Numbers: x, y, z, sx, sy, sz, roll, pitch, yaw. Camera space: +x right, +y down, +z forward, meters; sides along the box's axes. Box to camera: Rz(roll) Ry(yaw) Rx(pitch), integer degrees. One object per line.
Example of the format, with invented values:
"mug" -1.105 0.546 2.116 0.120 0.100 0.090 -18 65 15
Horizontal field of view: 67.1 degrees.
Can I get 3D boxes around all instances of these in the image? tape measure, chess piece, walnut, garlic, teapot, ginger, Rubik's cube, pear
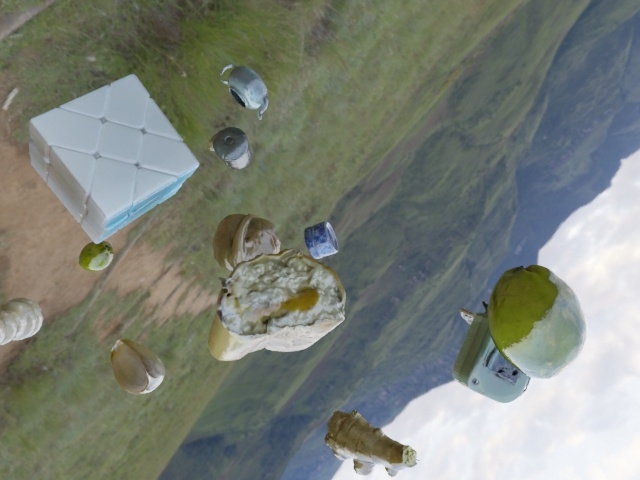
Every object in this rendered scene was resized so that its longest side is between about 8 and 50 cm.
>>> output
"tape measure" 0.490 0.313 1.308 0.236 0.207 0.115 -65 -168 -6
"chess piece" -1.007 0.271 1.529 0.143 0.142 0.261 -53 -172 -2
"walnut" -0.319 0.018 2.079 0.285 0.295 0.286 10 90 -78
"garlic" -0.604 0.427 1.605 0.145 0.244 0.164 -40 136 -30
"teapot" -0.321 -0.657 2.094 0.129 0.294 0.193 -46 170 -11
"ginger" 0.171 0.781 1.770 0.165 0.375 0.237 16 95 -40
"Rubik's cube" -0.601 -0.226 1.402 0.322 0.319 0.315 -41 -170 -32
"pear" 0.487 0.184 1.093 0.212 0.270 0.212 -17 -171 3
"pear" -0.795 0.054 1.714 0.131 0.107 0.107 -31 175 6

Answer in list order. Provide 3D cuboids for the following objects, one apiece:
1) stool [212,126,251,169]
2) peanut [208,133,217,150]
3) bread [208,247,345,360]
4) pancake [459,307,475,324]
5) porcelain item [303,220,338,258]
"stool" -0.234 -0.246 1.303 0.096 0.096 0.110 -52 169 -9
"peanut" -0.496 -0.460 2.267 0.054 0.053 0.113 119 -8 -49
"bread" -0.159 0.197 1.412 0.360 0.251 0.394 -3 156 -24
"pancake" 0.535 0.279 1.657 0.022 0.139 0.139 -46 172 -8
"porcelain item" 0.000 0.000 2.064 0.114 0.147 0.147 -19 -179 14
